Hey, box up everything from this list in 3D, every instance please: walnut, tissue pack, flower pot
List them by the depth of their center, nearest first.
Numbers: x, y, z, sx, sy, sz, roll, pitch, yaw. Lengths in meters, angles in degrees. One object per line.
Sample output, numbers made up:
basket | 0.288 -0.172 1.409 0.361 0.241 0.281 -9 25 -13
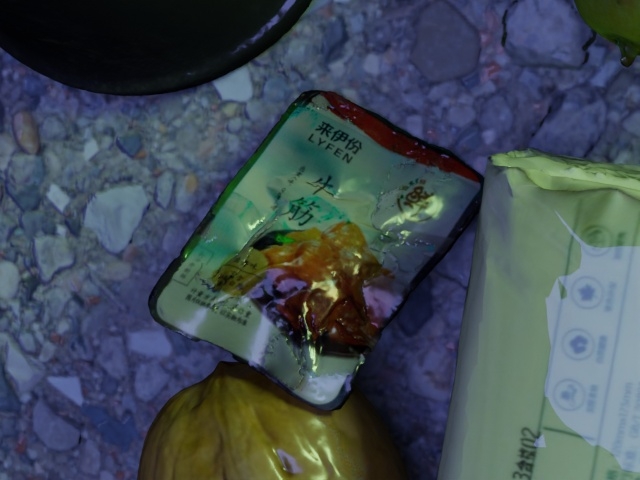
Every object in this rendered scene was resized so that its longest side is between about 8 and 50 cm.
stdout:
tissue pack | 0.223 0.146 0.915 0.297 0.207 0.381 13 99 16
flower pot | -0.179 -0.280 1.000 0.379 0.251 0.379 2 96 17
walnut | -0.033 0.191 1.022 0.195 0.195 0.222 -19 87 20

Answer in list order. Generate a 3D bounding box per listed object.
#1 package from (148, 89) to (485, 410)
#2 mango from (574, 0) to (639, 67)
package | 0.000 0.000 1.005 0.166 0.040 0.232 32 66 13
mango | 0.272 -0.284 0.870 0.225 0.201 0.382 14 87 31
